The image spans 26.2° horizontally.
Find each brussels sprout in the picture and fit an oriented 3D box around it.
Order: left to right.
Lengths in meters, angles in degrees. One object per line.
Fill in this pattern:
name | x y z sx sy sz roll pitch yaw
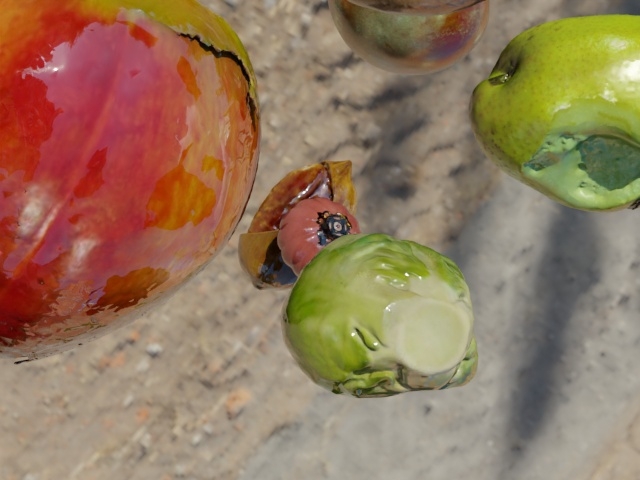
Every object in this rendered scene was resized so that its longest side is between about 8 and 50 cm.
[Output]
brussels sprout | 0.043 0.053 1.012 0.155 0.155 0.117 -13 99 -47

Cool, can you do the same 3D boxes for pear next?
pear | 0.331 -0.164 1.831 0.292 0.293 0.159 84 11 -45

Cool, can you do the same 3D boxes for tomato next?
tomato | 0.122 -0.379 2.055 0.223 0.270 0.270 -18 135 -16

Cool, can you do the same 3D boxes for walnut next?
walnut | -0.025 -0.024 1.763 0.207 0.116 0.116 -50 147 -8

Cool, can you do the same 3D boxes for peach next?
peach | -0.227 -0.069 1.093 0.370 0.370 0.370 -33 140 -32

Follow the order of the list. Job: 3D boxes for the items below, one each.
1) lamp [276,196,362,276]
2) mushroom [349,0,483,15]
lamp | 0.000 0.000 1.655 0.107 0.107 0.092 -28 172 -36
mushroom | 0.116 -0.363 1.590 0.278 0.278 0.146 -42 141 -21
